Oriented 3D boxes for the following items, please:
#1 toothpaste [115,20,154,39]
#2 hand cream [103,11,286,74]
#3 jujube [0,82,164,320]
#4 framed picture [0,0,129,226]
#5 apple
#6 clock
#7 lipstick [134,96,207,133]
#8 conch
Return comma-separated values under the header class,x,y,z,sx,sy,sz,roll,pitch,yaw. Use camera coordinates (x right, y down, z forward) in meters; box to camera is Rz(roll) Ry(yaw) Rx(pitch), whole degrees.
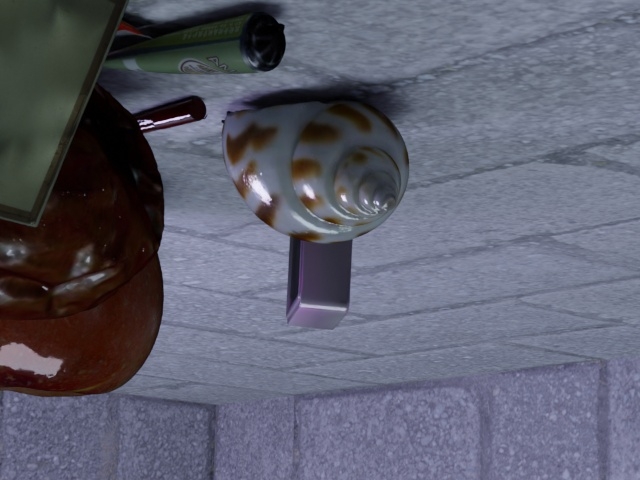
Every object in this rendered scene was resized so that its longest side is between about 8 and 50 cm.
class,x,y,z,sx,sy,sz,roll,pitch,yaw
toothpaste,-0.273,-0.202,1.465,0.075,0.048,0.301,-29,160,32
hand cream,-0.124,-0.175,1.577,0.235,0.055,0.086,-4,178,39
jujube,-0.318,-0.064,1.630,0.276,0.276,0.377,-7,166,34
framed picture,-0.262,-0.132,1.422,0.010,0.231,0.173,28,-174,39
apple,-0.372,0.056,2.135,0.348,0.277,0.348,1,171,0
clock,0.000,0.000,2.019,0.063,0.197,0.150,4,168,-6
lipstick,-0.193,-0.131,1.846,0.176,0.027,0.027,-9,164,44
conch,0.004,-0.073,1.794,0.183,0.148,0.275,3,171,-29
